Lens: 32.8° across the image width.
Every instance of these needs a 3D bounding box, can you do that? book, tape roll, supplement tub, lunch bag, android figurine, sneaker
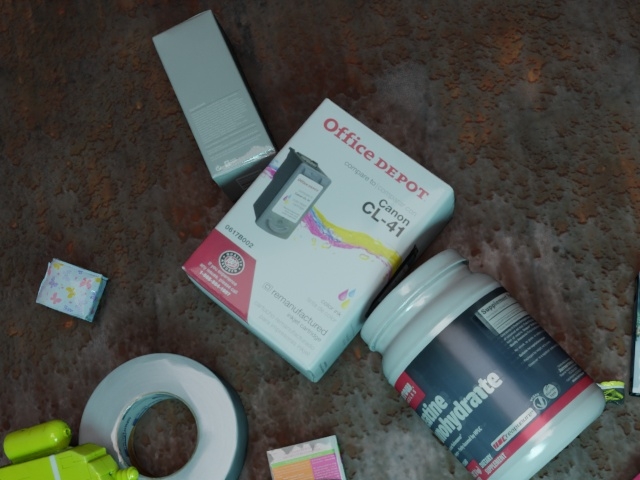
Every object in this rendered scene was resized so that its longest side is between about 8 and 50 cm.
[{"bbox_3d":[-0.008,0.339,1.431,0.096,0.035,0.144,-14,76,5],"label":"book"},{"bbox_3d":[-0.209,0.264,1.461,0.219,0.072,0.219,-2,76,10],"label":"tape roll"},{"bbox_3d":[0.200,0.164,1.357,0.191,0.191,0.272,-42,74,-3],"label":"supplement tub"},{"bbox_3d":[-0.355,0.069,1.544,0.083,0.053,0.071,18,82,3],"label":"lunch bag"},{"bbox_3d":[-0.337,0.359,1.414,0.273,0.056,0.248,-20,85,27],"label":"android figurine"},{"bbox_3d":[0.354,0.202,1.406,0.083,0.031,0.035,-9,75,7],"label":"sneaker"}]

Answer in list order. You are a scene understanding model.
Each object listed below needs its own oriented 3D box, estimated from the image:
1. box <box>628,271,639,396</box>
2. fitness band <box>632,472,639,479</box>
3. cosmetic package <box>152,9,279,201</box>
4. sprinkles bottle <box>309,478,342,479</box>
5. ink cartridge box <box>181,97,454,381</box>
[{"bbox_3d":[0.520,0.130,1.390,0.233,0.044,0.159,5,77,10],"label":"box"},{"bbox_3d":[0.418,0.380,1.277,0.291,0.054,0.209,-52,33,-2],"label":"fitness band"},{"bbox_3d":[-0.140,-0.189,1.536,0.107,0.127,0.238,-23,76,3],"label":"cosmetic package"},{"bbox_3d":[-0.003,0.478,1.333,0.121,0.121,0.355,-10,81,7],"label":"sprinkles bottle"},{"bbox_3d":[0.000,0.000,1.453,0.226,0.131,0.306,37,82,12],"label":"ink cartridge box"}]
